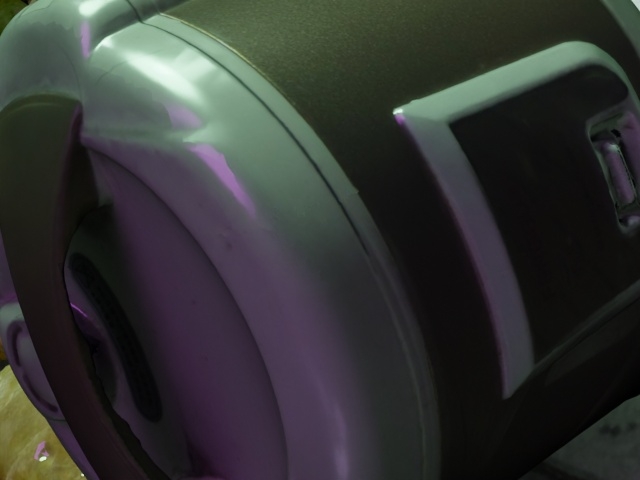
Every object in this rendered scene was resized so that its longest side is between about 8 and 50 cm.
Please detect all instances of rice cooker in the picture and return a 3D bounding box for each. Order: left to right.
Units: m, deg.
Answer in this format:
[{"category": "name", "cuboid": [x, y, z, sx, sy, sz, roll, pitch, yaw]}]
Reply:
[{"category": "rice cooker", "cuboid": [0.000, 0.000, 0.969, 0.325, 0.335, 0.335, -28, 38, -32]}]

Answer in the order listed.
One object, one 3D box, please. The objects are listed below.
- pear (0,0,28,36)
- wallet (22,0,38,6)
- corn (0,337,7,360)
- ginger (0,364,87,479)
[{"category": "pear", "cuboid": [-0.164, -0.280, 1.379, 0.318, 0.238, 0.342, -8, 38, 17]}, {"category": "wallet", "cuboid": [-0.080, -0.161, 1.213, 0.243, 0.039, 0.133, -27, 50, 13]}, {"category": "corn", "cuboid": [-0.206, 0.051, 1.312, 0.206, 0.067, 0.067, -5, 61, 30]}, {"category": "ginger", "cuboid": [-0.172, 0.254, 1.118, 0.363, 0.122, 0.348, -50, 38, -16]}]
